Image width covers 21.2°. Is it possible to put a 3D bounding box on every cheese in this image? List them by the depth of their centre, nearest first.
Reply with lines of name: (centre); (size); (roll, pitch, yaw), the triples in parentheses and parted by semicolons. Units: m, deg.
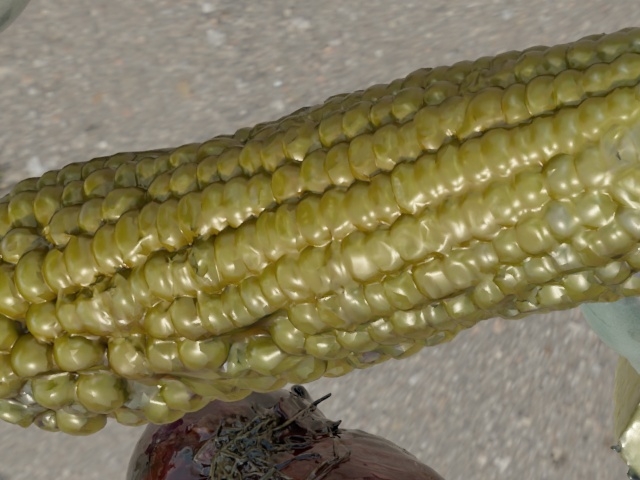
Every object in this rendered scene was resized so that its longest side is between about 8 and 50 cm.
cheese: (0.298, 0.124, 1.408); (0.094, 0.167, 0.123); (32, 114, -4)

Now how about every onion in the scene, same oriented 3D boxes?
onion: (-0.025, 0.216, 1.214); (0.281, 0.281, 0.221); (45, 66, 3)

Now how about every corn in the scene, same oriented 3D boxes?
corn: (0.000, 0.000, 0.545); (0.320, 0.097, 0.097); (-15, 96, 29)

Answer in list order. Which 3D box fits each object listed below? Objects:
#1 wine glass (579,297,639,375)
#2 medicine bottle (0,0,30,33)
wine glass: (0.169, 0.013, 0.853); (0.093, 0.202, 0.093); (-9, 65, 19)
medicine bottle: (-0.198, -0.295, 0.901); (0.282, 0.123, 0.375); (21, 95, 51)
